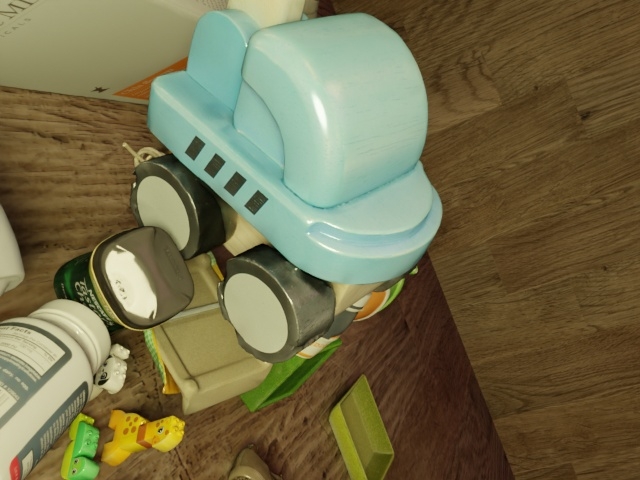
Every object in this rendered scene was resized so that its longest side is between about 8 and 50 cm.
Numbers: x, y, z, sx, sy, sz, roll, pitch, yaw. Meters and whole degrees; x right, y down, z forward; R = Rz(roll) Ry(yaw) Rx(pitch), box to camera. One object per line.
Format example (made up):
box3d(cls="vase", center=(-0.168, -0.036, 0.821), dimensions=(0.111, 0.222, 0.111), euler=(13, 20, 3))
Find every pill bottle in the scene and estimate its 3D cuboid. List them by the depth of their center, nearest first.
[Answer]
box3d(cls="pill bottle", center=(-0.256, 0.127, 0.502), dimensions=(0.107, 0.108, 0.180), euler=(63, 21, -16))

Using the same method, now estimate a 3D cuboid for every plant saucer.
box3d(cls="plant saucer", center=(0.077, 0.385, 1.204), dimensions=(0.188, 0.045, 0.188), euler=(69, 20, 1))

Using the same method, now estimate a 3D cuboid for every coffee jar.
box3d(cls="coffee jar", center=(-0.201, 0.046, 0.606), dimensions=(0.079, 0.184, 0.096), euler=(-30, 97, -38))

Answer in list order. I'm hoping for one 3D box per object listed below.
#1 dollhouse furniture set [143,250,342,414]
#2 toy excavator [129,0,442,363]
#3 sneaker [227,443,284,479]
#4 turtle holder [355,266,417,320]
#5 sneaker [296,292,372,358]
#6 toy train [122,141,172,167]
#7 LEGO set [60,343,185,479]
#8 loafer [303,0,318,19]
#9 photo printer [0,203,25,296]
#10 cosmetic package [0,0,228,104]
box3d(cls="dollhouse furniture set", center=(-0.148, 0.137, 0.841), dimensions=(0.302, 0.151, 0.197), euler=(-7, 55, -52))
box3d(cls="toy excavator", center=(-0.035, -0.184, 0.557), dimensions=(0.433, 0.445, 0.222), euler=(42, 42, 20))
box3d(cls="sneaker", center=(-0.059, 0.365, 0.840), dimensions=(0.188, 0.066, 0.071), euler=(62, 20, -20))
box3d(cls="turtle holder", center=(0.016, 0.003, 1.149), dimensions=(0.228, 0.244, 0.320), euler=(-15, 93, -53))
box3d(cls="sneaker", center=(-0.050, 0.029, 0.831), dimensions=(0.126, 0.127, 0.321), euler=(27, 16, -29))
box3d(cls="toy train", center=(-0.208, -0.127, 0.907), dimensions=(0.248, 0.105, 0.143), euler=(43, 22, -51))
box3d(cls="LEGO set", center=(-0.194, 0.211, 0.600), dimensions=(0.087, 0.093, 0.227), euler=(49, 28, -45))
box3d(cls="loafer", center=(-0.048, -0.352, 0.841), dimensions=(0.319, 0.112, 0.112), euler=(61, 22, -25))
box3d(cls="photo printer", center=(-0.330, -0.046, 0.372), dimensions=(0.256, 0.107, 0.307), euler=(58, 3, 1))
box3d(cls="cosmetic package", center=(-0.262, -0.292, 0.725), dimensions=(0.161, 0.230, 0.453), euler=(70, 21, -1))
